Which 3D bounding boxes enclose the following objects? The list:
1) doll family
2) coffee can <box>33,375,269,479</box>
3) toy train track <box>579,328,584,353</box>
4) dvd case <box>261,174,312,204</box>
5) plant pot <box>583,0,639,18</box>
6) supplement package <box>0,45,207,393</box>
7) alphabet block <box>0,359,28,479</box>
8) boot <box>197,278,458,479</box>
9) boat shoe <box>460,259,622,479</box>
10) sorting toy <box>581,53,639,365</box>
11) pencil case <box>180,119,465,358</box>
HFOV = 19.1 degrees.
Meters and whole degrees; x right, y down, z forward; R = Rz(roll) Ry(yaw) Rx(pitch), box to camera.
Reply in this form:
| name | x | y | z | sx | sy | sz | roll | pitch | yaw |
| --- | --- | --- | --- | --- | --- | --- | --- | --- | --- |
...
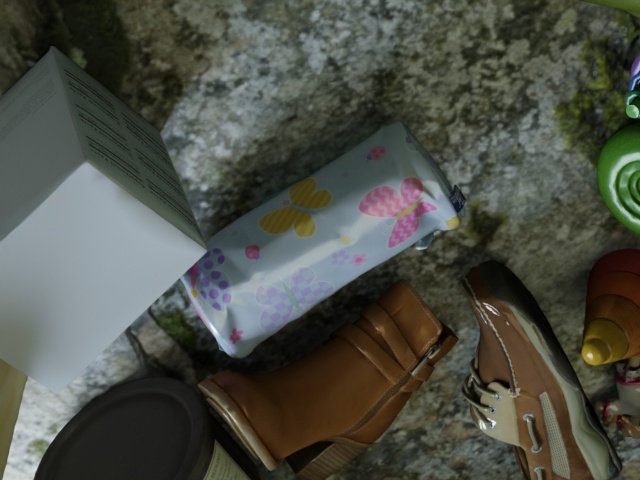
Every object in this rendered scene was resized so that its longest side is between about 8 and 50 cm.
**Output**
| name | x | y | z | sx | sy | sz | roll | pitch | yaw |
| --- | --- | --- | --- | --- | --- | --- | --- | --- | --- |
| doll family | 0.438 | 0.181 | 2.069 | 0.263 | 0.118 | 0.163 | -10 | 125 | -12 |
| coffee can | -0.132 | 0.298 | 1.904 | 0.201 | 0.201 | 0.275 | -33 | 127 | 4 |
| toy train track | 0.313 | 0.097 | 2.036 | 0.083 | 0.014 | 0.048 | -46 | 125 | 13 |
| dvd case | 0.002 | -0.012 | 1.858 | 0.087 | 0.013 | 0.119 | -25 | 128 | -1 |
| plant pot | 0.229 | -0.342 | 1.532 | 0.353 | 0.366 | 0.366 | 25 | 112 | -43 |
| supplement package | -0.233 | -0.019 | 1.655 | 0.194 | 0.203 | 0.149 | -43 | 125 | 12 |
| alphabet block | -0.393 | 0.181 | 1.647 | 0.193 | 0.197 | 0.192 | 29 | 135 | -25 |
| boot | 0.017 | 0.128 | 1.864 | 0.220 | 0.109 | 0.283 | -44 | 145 | 4 |
| boat shoe | 0.212 | 0.163 | 1.982 | 0.120 | 0.122 | 0.324 | -28 | 126 | 5 |
| sorting toy | 0.304 | -0.014 | 1.861 | 0.126 | 0.127 | 0.365 | -41 | 143 | -45 |
| pencil case | 0.000 | 0.000 | 1.787 | 0.273 | 0.113 | 0.124 | -31 | 141 | 3 |
